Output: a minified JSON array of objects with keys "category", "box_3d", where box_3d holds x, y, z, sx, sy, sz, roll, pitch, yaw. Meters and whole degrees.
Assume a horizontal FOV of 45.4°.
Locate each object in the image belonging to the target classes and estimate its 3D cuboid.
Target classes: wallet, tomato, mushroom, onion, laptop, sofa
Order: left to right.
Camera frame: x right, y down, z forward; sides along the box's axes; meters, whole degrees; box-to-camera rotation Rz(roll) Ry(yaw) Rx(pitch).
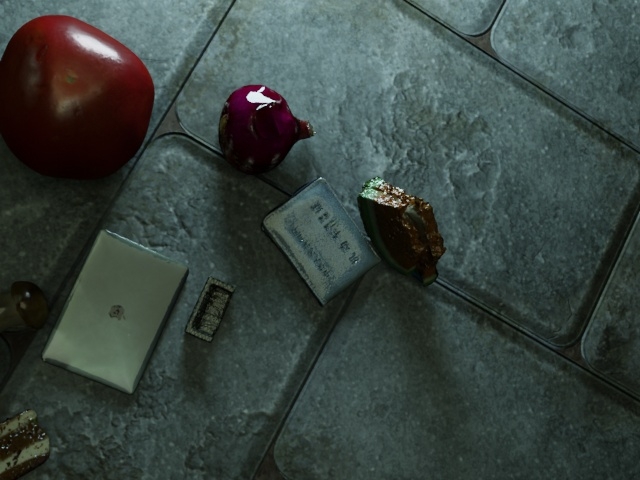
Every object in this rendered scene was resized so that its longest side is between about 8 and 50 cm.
[{"category":"mushroom","box_3d":[-0.655,0.151,1.327,0.350,0.128,0.128,-15,88,-16]},{"category":"tomato","box_3d":[-0.439,-0.258,1.363,0.299,0.226,0.298,2,81,-13]},{"category":"laptop","box_3d":[-0.385,0.135,1.446,0.188,0.015,0.269,25,80,-10]},{"category":"sofa","box_3d":[-0.213,0.133,1.474,0.060,0.039,0.118,26,80,-10]},{"category":"onion","box_3d":[-0.096,-0.220,1.485,0.198,0.135,0.173,-8,90,-16]},{"category":"wallet","box_3d":[0.001,0.000,1.538,0.167,0.036,0.222,-36,94,-14]}]

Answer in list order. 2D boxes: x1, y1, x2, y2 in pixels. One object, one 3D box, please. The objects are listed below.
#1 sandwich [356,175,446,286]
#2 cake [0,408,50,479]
[{"category":"sandwich","box_3d":[0.164,-0.009,1.520,0.079,0.159,0.235,-33,110,-27]},{"category":"cake","box_3d":[-0.596,0.393,1.313,0.246,0.135,0.112,-23,89,-14]}]
